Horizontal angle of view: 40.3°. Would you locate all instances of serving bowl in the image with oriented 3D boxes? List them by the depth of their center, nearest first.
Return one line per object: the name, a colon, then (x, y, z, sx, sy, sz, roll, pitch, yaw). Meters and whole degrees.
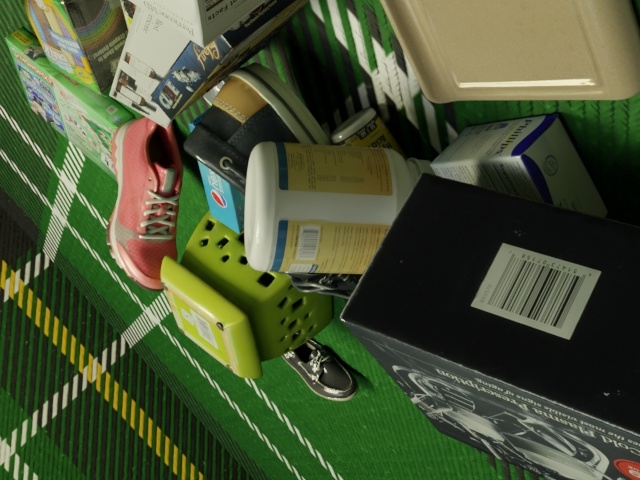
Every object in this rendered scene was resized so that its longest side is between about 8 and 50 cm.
serving bowl: (-0.145, -0.224, 1.260, 0.083, 0.027, 0.083, 35, 153, 22)

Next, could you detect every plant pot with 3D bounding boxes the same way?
plant pot: (-0.132, 0.088, 1.495, 0.227, 0.207, 0.228, 34, 151, 27)

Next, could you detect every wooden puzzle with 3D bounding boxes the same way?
wooden puzzle: (0.156, -0.223, 0.776, 0.238, 0.044, 0.221, 6, 135, 48)

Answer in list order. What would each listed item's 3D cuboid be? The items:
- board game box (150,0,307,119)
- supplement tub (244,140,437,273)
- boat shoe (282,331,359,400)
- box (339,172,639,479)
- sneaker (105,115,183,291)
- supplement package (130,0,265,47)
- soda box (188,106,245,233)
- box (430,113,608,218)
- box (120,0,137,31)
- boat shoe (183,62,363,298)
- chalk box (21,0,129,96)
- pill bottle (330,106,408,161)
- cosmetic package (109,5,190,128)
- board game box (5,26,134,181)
board game box: (-0.095, -0.235, 1.004, 0.042, 0.165, 0.243, 51, 154, -8)
supplement tub: (0.020, -0.034, 0.971, 0.199, 0.144, 0.144, 3, 156, -11)
boat shoe: (-0.011, 0.237, 1.685, 0.206, 0.075, 0.065, 32, 155, 38)
box: (0.249, 0.123, 0.854, 0.343, 0.179, 0.312, 18, 160, 36)
sneaker: (-0.290, -0.071, 1.485, 0.136, 0.116, 0.314, -19, 75, 52)
supplement package: (-0.145, -0.351, 0.859, 0.262, 0.204, 0.145, 35, 153, 23)
soda box: (-0.143, -0.111, 1.372, 0.071, 0.067, 0.210, 33, 149, 28)
box: (0.205, -0.055, 0.907, 0.137, 0.072, 0.126, 2, 131, 58)
box: (-0.228, -0.299, 1.243, 0.087, 0.058, 0.232, 34, 153, 24)
boat shoe: (0.000, 0.000, 1.163, 0.500, 0.156, 0.187, 52, 169, -29)
chalk box: (-0.337, -0.317, 1.301, 0.132, 0.132, 0.213, 31, 150, 29)
pill bottle: (0.070, -0.099, 1.065, 0.116, 0.065, 0.065, 53, 155, -15)
cosmetic package: (-0.210, -0.251, 1.169, 0.099, 0.060, 0.239, 28, 148, -8)
board game box: (-0.479, -0.254, 1.722, 0.317, 0.046, 0.213, 39, 153, 17)
